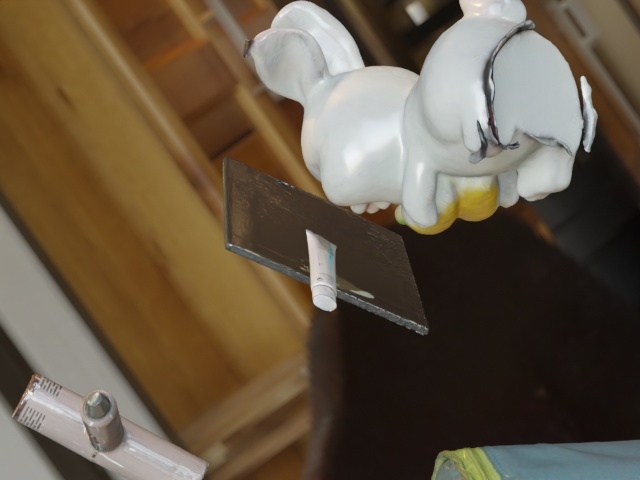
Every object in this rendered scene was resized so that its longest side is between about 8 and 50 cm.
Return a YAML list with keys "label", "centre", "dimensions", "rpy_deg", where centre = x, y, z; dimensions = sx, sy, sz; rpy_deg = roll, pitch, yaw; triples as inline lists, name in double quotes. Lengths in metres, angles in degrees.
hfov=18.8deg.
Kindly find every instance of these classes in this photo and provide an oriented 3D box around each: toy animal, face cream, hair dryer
- label: "toy animal"
  centre: [0.086, -0.119, 1.828]
  dimensions: [0.310, 0.247, 0.183]
  rpy_deg: [-4, 18, 42]
- label: "face cream"
  centre: [0.003, 0.028, 1.920]
  dimensions: [0.020, 0.038, 0.115]
  rpy_deg: [-50, 23, 28]
- label: "hair dryer"
  centre: [-0.182, 0.177, 1.808]
  dimensions: [0.054, 0.195, 0.220]
  rpy_deg: [-64, 8, -19]

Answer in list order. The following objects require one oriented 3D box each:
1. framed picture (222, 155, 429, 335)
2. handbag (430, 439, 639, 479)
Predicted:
- label: "framed picture"
  centre: [0.000, 0.000, 2.209]
  dimensions: [0.324, 0.244, 0.013]
  rpy_deg: [-98, 33, -70]
- label: "handbag"
  centre: [0.201, 0.266, 1.345]
  dimensions: [0.241, 0.263, 0.222]
  rpy_deg: [0, 33, -13]
